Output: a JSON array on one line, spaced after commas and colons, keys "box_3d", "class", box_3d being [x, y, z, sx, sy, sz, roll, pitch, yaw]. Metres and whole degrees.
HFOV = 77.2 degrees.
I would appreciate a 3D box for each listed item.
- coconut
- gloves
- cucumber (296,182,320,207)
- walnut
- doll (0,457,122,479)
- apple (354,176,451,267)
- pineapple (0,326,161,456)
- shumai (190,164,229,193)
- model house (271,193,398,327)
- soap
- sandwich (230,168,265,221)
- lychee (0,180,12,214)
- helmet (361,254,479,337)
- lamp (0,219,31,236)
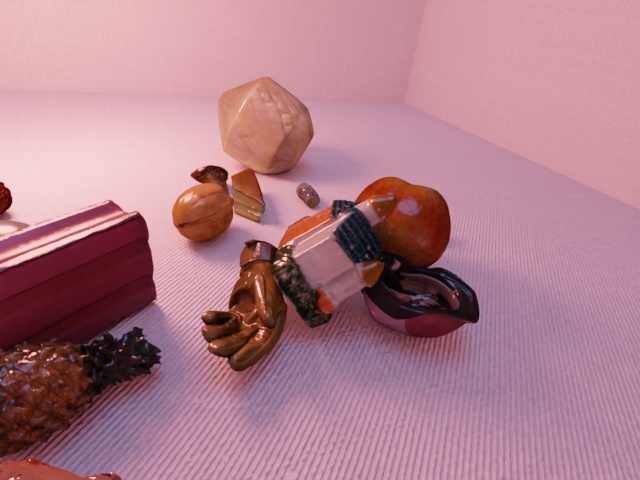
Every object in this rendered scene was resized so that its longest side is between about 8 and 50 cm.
[{"box_3d": [-0.237, -0.481, 1.671, 0.415, 0.345, 0.415, 31, 19, -12], "class": "coconut"}, {"box_3d": [-0.145, 0.138, 0.846, 0.154, 0.141, 0.331, -2, 39, 6], "class": "gloves"}, {"box_3d": [-0.043, -0.164, 1.456, 0.064, 0.064, 0.112, -10, 36, -27], "class": "cucumber"}, {"box_3d": [-0.334, -0.082, 1.159, 0.159, 0.159, 0.207, 16, 32, 13], "class": "walnut"}, {"box_3d": [-0.346, 0.396, 0.410, 0.201, 0.156, 0.304, 13, 59, -8], "class": "doll"}, {"box_3d": [0.214, -0.055, 1.089, 0.277, 0.250, 0.309, 30, -14, -17], "class": "apple"}, {"box_3d": [-0.393, 0.220, 0.652, 0.278, 0.158, 0.157, -15, 38, -40], "class": "pineapple"}, {"box_3d": [-0.400, -0.217, 1.445, 0.122, 0.139, 0.105, -12, 58, 21], "class": "shumai"}, {"box_3d": [0.062, 0.016, 0.904, 0.300, 0.190, 0.271, -32, 16, 17], "class": "model house"}, {"box_3d": [-0.497, 0.094, 0.751, 0.128, 0.233, 0.359, 21, 33, 24], "class": "soap"}, {"box_3d": [-0.254, -0.157, 1.363, 0.096, 0.094, 0.258, -1, 33, -18], "class": "sandwich"}, {"box_3d": [-0.933, -0.121, 1.117, 0.123, 0.124, 0.129, 4, 30, -7], "class": "lychee"}, {"box_3d": [0.211, 0.143, 0.920, 0.253, 0.154, 0.198, 30, 31, 4], "class": "helmet"}, {"box_3d": [-0.667, 0.071, 0.821, 0.197, 0.198, 0.244, 20, 55, 19], "class": "lamp"}]
